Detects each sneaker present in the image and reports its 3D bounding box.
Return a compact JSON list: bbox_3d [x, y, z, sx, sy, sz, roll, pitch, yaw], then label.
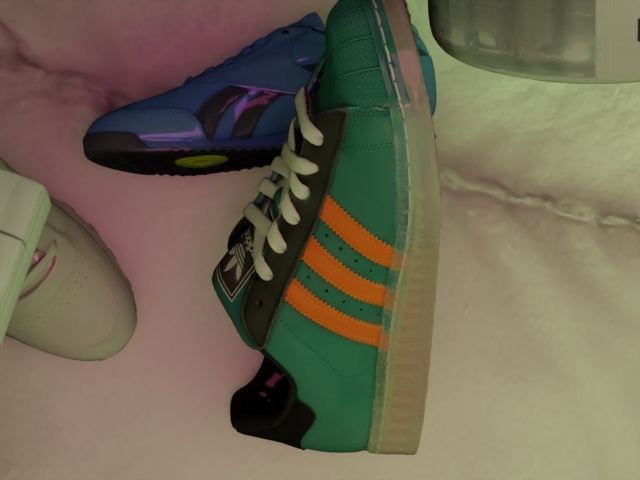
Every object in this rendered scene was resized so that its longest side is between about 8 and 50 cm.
[{"bbox_3d":[-0.200,-0.012,1.131,0.235,0.095,0.090,42,87,-10],"label":"sneaker"},{"bbox_3d":[0.000,0.000,1.107,0.121,0.108,0.302,-2,122,-5],"label":"sneaker"},{"bbox_3d":[-0.037,-0.085,1.165,0.209,0.069,0.082,-7,83,-7],"label":"sneaker"}]

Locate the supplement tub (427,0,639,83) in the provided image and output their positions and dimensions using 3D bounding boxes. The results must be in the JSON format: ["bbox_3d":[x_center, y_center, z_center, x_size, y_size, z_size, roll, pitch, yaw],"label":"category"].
[{"bbox_3d":[0.148,-0.250,1.012,0.194,0.193,0.316,-4,108,-7],"label":"supplement tub"}]

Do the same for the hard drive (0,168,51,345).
[{"bbox_3d":[-0.300,0.103,0.977,0.233,0.047,0.353,16,71,4],"label":"hard drive"}]
